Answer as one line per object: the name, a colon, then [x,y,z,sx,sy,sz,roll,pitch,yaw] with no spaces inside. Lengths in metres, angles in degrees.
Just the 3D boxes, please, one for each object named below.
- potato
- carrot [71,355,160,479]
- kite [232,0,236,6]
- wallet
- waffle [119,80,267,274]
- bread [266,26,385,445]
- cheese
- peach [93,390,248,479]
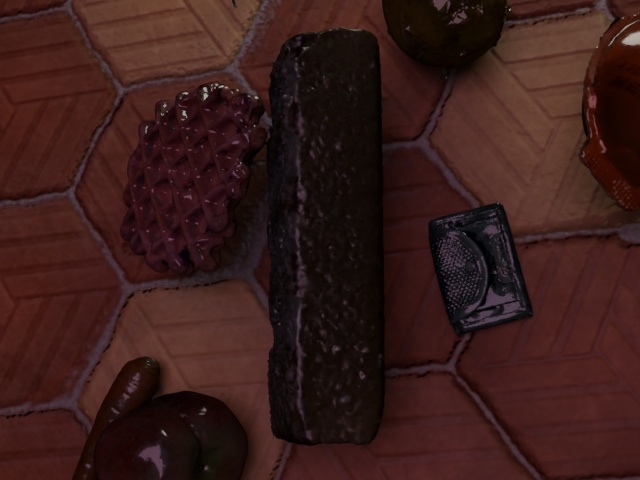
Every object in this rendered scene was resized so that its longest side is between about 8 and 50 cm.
potato: [0.135,-0.265,0.991,0.137,0.137,0.176,-9,53,11]
carrot: [-0.240,0.226,0.995,0.048,0.048,0.216,28,88,18]
kite: [-0.112,-0.329,1.124,0.044,0.002,0.078,-40,70,1]
wallet: [0.167,0.029,0.956,0.088,0.026,0.129,-15,73,9]
waffle: [-0.150,-0.072,0.992,0.234,0.055,0.221,17,89,51]
bread: [0.000,0.000,0.925,0.113,0.165,0.417,2,75,-8]
cheese: [0.385,-0.160,0.898,0.329,0.129,0.217,-45,96,-15]
peach: [-0.164,0.222,0.930,0.152,0.152,0.152,-3,75,12]
